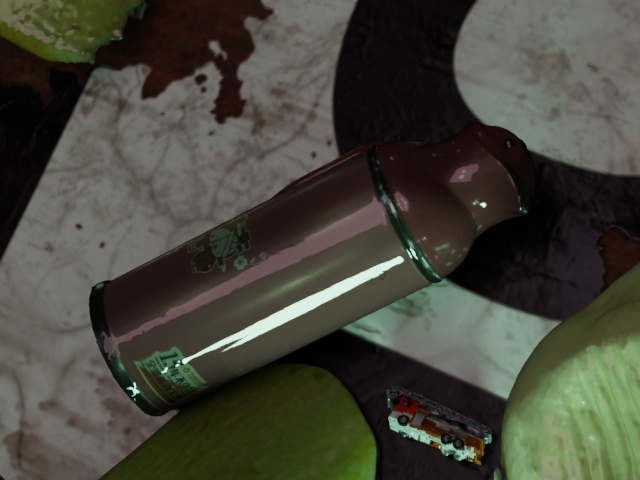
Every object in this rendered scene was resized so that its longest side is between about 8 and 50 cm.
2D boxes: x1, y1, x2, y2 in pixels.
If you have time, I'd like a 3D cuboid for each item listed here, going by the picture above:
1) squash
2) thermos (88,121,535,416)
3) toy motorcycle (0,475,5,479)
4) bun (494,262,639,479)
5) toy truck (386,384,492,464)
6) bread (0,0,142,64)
[{"bbox_3d":[-0.049,0.217,1.137,0.237,0.155,0.204,44,130,24],"label":"squash"},{"bbox_3d":[0.003,0.008,1.139,0.330,0.136,0.109,-26,95,12],"label":"thermos"},{"bbox_3d":[-0.198,0.252,1.136,0.058,0.100,0.173,-38,66,-25],"label":"toy motorcycle"},{"bbox_3d":[0.244,0.128,0.980,0.259,0.160,0.259,-2,87,31],"label":"bun"},{"bbox_3d":[0.081,0.131,1.109,0.083,0.024,0.032,20,61,22],"label":"toy truck"},{"bbox_3d":[-0.298,-0.318,1.266,0.362,0.245,0.233,29,85,28],"label":"bread"}]
